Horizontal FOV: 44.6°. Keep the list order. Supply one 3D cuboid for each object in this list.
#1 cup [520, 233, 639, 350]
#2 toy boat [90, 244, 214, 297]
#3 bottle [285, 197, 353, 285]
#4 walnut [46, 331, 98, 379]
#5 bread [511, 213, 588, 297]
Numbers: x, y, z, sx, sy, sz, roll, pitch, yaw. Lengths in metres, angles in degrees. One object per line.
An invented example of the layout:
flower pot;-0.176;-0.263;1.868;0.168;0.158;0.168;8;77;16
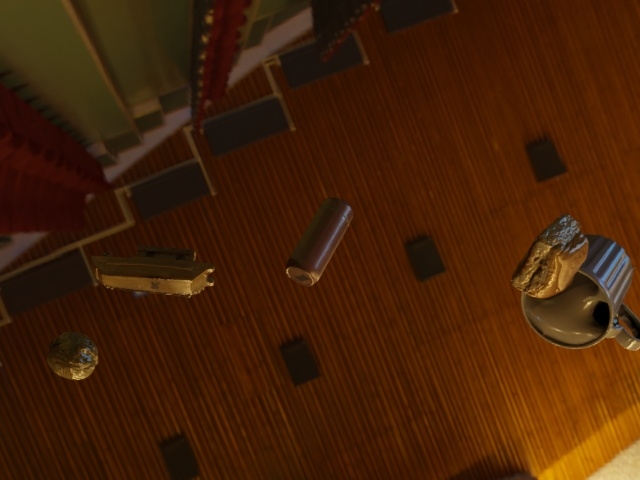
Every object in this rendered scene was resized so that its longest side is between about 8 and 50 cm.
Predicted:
cup;0.508;0.111;1.489;0.167;0.221;0.202;-22;-173;41
toy boat;-0.308;0.051;1.436;0.226;0.088;0.068;5;140;-5
bottle;0.000;0.000;1.155;0.053;0.053;0.140;-17;-144;52
walnut;-0.444;0.207;1.402;0.092;0.092;0.092;-21;-176;1
bread;0.367;0.033;1.235;0.106;0.082;0.125;-37;155;-45
